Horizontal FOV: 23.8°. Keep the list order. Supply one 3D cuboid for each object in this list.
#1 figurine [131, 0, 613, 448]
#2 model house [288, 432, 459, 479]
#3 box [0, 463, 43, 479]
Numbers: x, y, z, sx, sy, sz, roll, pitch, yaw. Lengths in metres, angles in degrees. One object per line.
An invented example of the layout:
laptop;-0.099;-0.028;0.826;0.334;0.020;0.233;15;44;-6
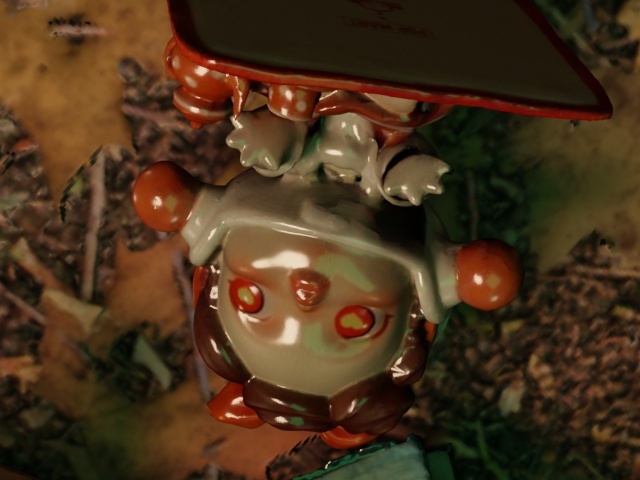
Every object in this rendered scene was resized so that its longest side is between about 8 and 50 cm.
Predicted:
figurine;0.000;0.000;0.706;0.183;0.160;0.226;7;118;-14
model house;0.046;0.197;0.762;0.119;0.148;0.148;-23;140;-7
box;-0.241;0.179;0.743;0.212;0.095;0.168;25;103;-20
